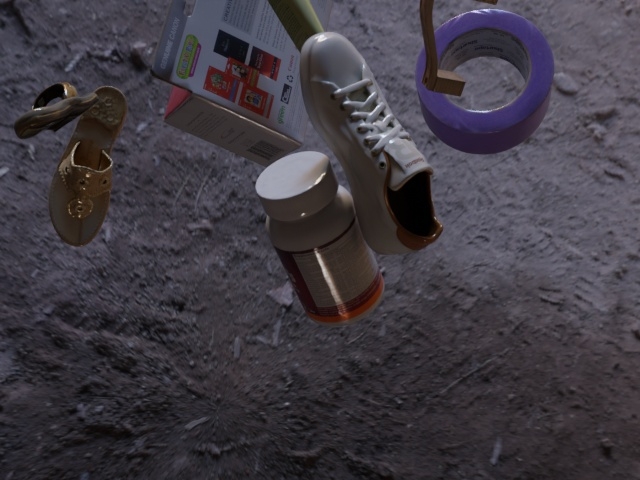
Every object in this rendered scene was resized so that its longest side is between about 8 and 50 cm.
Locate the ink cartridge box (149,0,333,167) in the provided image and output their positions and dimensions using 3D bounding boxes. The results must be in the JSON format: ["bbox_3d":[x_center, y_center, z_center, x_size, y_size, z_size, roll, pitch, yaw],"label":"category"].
[{"bbox_3d":[-0.143,-0.324,1.240,0.271,0.130,0.310,23,67,-27],"label":"ink cartridge box"}]

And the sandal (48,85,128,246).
[{"bbox_3d":[-0.336,-0.112,1.065,0.088,0.079,0.240,16,85,-8],"label":"sandal"}]

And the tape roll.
[{"bbox_3d":[0.232,-0.224,1.055,0.188,0.080,0.189,-3,75,12],"label":"tape roll"}]

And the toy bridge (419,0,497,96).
[{"bbox_3d":[0.121,-0.215,0.626,0.063,0.188,0.026,5,35,-19],"label":"toy bridge"}]

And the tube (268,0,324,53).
[{"bbox_3d":[-0.048,-0.365,1.131,0.062,0.070,0.240,-30,87,23],"label":"tube"}]

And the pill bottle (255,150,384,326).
[{"bbox_3d":[0.000,0.000,0.983,0.121,0.121,0.221,-34,127,-14],"label":"pill bottle"}]

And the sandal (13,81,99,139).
[{"bbox_3d":[-0.322,-0.164,0.900,0.072,0.180,0.049,-30,101,13],"label":"sandal"}]

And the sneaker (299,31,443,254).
[{"bbox_3d":[0.075,-0.123,0.895,0.105,0.123,0.290,-30,102,-28],"label":"sneaker"}]
